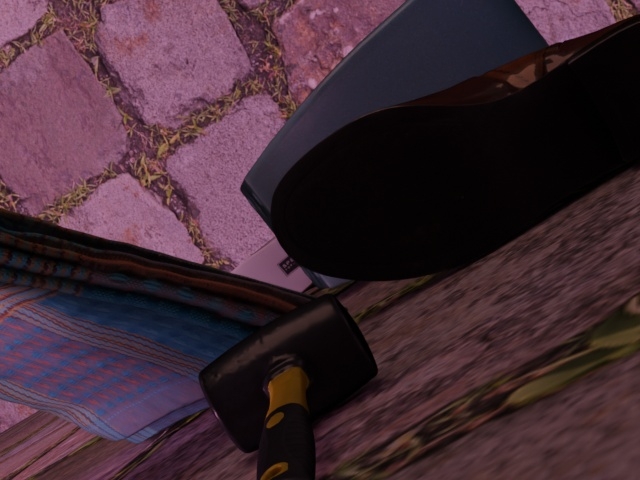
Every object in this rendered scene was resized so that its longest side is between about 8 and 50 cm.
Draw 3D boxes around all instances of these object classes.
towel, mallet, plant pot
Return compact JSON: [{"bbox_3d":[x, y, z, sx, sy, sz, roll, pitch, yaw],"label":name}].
[{"bbox_3d":[-0.208,0.029,0.631,0.370,0.040,0.271,17,-23,-25],"label":"towel"},{"bbox_3d":[-0.018,0.060,0.411,0.062,0.039,0.190,-31,5,9],"label":"mallet"},{"bbox_3d":[0.060,-0.076,1.018,0.234,0.166,0.165,-38,2,-6],"label":"plant pot"}]

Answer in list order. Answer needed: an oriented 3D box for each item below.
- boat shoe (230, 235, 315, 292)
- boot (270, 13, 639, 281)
[{"bbox_3d":[0.000,0.000,1.237,0.219,0.078,0.070,-33,2,4],"label":"boat shoe"},{"bbox_3d":[0.118,-0.070,0.805,0.264,0.096,0.280,-31,0,15],"label":"boot"}]
